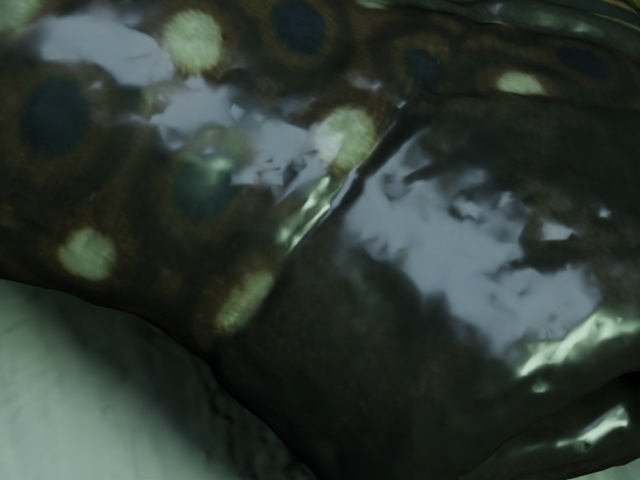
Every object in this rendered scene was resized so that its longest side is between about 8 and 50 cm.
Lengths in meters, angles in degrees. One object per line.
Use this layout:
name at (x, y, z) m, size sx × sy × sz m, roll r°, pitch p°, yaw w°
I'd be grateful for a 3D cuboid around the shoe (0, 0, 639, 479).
shoe at (0.000, 0.000, 0.726) m, size 0.384 × 0.171 × 0.237 m, roll 4°, pitch 49°, yaw -30°

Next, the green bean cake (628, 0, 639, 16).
green bean cake at (0.216, -0.192, 0.962) m, size 0.236 × 0.124 × 0.233 m, roll -17°, pitch 68°, yaw -52°
